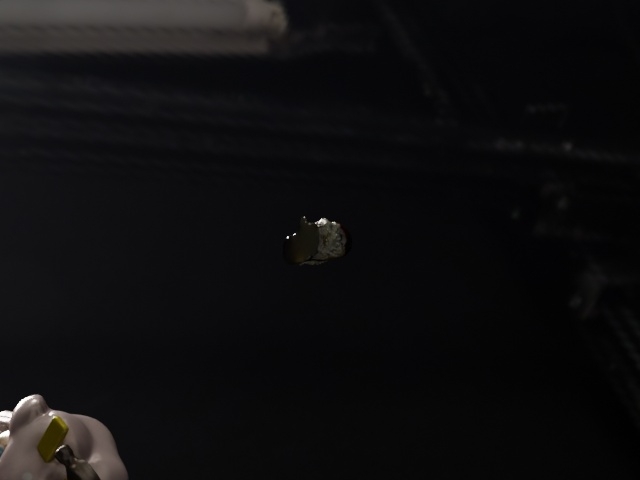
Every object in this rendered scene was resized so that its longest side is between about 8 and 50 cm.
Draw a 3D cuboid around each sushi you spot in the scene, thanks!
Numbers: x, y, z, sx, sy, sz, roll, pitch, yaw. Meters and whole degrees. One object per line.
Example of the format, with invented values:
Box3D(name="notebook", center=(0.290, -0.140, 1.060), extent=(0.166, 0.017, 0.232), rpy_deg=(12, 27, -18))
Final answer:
Box3D(name="sushi", center=(0.000, 0.000, 1.652), extent=(0.046, 0.083, 0.044), rpy_deg=(-1, -100, -28))

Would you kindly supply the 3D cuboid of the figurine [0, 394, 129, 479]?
Box3D(name="figurine", center=(-0.223, 0.183, 1.322), extent=(0.229, 0.137, 0.112), rpy_deg=(3, -173, 41))
